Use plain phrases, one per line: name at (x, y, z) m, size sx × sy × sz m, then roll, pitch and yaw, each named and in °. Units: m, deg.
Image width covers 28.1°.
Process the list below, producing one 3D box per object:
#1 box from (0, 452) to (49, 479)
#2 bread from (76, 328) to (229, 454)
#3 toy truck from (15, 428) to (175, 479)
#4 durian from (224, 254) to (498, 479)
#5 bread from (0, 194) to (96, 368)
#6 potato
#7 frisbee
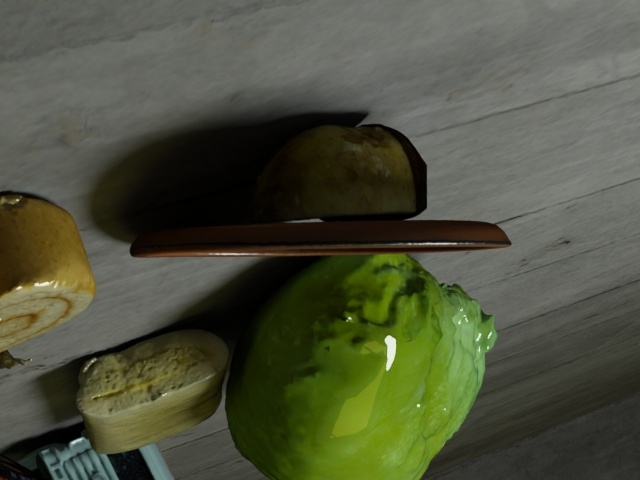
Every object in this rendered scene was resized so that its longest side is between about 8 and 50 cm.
box at (-0.269, 0.123, 0.711) m, size 0.084 × 0.198 × 0.310 m, roll -62°, pitch 168°, yaw -13°
bread at (-0.153, 0.138, 1.158) m, size 0.139 × 0.060 × 0.178 m, roll -19°, pitch 163°, yaw -15°
toy truck at (-0.243, 0.288, 1.370) m, size 0.162 × 0.136 × 0.305 m, roll -23°, pitch 167°, yaw -27°
durian at (0.026, 0.121, 1.160) m, size 0.256 × 0.204 × 0.340 m, roll -48°, pitch 153°, yaw 4°
bread at (-0.209, 0.033, 0.741) m, size 0.149 × 0.073 × 0.122 m, roll -24°, pitch 162°, yaw 2°
potato at (0.004, -0.042, 0.812) m, size 0.096 × 0.066 × 0.103 m, roll -6°, pitch 179°, yaw 31°
frisbee at (0.000, 0.000, 0.847) m, size 0.251 × 0.021 × 0.251 m, roll -1°, pitch 180°, yaw 0°
